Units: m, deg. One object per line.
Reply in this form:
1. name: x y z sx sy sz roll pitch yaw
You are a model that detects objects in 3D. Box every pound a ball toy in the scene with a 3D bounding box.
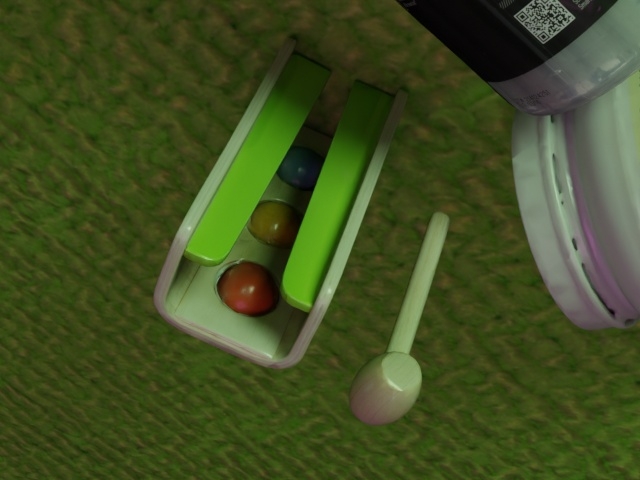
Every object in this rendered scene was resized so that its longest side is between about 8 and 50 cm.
1. pound a ball toy: 0.000 0.000 0.827 0.208 0.319 0.136 24 137 -3

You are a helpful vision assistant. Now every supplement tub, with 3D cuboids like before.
1. supplement tub: 0.326 -0.061 0.700 0.324 0.235 0.235 -15 126 33
2. supplement tub: 0.093 -0.246 0.639 0.316 0.194 0.193 38 135 -17
